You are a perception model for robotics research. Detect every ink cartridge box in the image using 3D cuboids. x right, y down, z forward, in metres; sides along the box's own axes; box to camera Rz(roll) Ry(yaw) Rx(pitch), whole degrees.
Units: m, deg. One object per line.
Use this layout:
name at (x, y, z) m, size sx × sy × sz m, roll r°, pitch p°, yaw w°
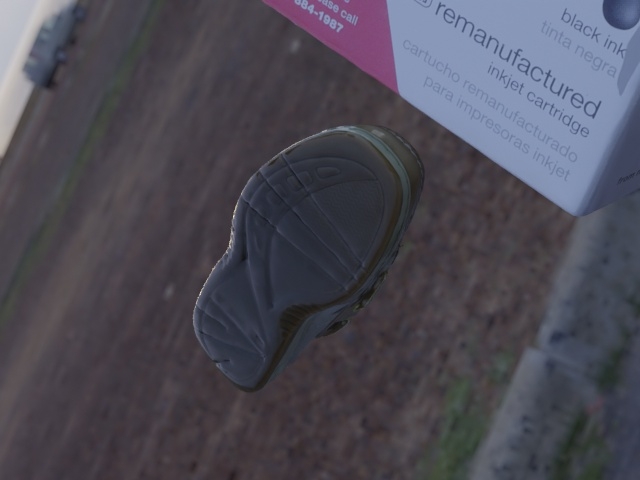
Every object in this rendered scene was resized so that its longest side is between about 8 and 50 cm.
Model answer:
ink cartridge box at (0.102, -0.187, 0.716) m, size 0.117 × 0.207 × 0.283 m, roll -27°, pitch -34°, yaw -47°

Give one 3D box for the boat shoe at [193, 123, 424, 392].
boat shoe at (0.000, 0.000, 0.581) m, size 0.045 × 0.050 × 0.135 m, roll -34°, pitch -9°, yaw -36°
